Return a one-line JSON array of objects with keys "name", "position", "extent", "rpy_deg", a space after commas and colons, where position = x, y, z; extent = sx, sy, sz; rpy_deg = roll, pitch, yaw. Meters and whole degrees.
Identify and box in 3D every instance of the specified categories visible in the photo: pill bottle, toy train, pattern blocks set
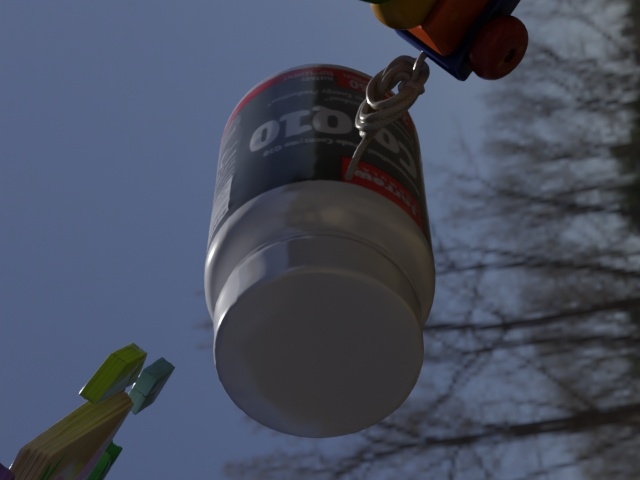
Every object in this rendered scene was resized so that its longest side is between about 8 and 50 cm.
[{"name": "pill bottle", "position": [0.000, 0.000, 1.034], "extent": [0.283, 0.161, 0.161], "rpy_deg": [-91, -16, -59]}, {"name": "toy train", "position": [0.051, -0.143, 0.851], "extent": [0.105, 0.248, 0.143], "rpy_deg": [42, -164, 30]}, {"name": "pattern blocks set", "position": [-0.239, 0.207, 1.260], "extent": [0.026, 0.285, 0.325], "rpy_deg": [36, -171, 9]}]
